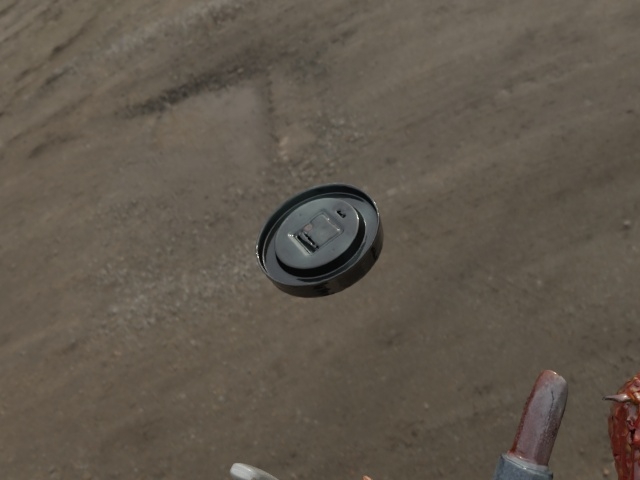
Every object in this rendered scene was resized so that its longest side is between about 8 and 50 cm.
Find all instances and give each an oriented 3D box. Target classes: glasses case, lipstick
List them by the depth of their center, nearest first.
[{"bbox_3d":[0.062,0.095,0.299,0.025,0.025,0.107,18,91,44],"label":"lipstick"},{"bbox_3d":[-0.107,0.440,1.619,0.063,0.164,0.041,13,69,32],"label":"glasses case"}]

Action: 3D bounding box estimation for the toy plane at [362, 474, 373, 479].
[{"bbox_3d":[0.105,0.369,1.116,0.135,0.062,0.188,-8,28,-34],"label":"toy plane"}]

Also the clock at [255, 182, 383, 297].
[{"bbox_3d":[0.000,0.000,1.245,0.185,0.040,0.184,-14,47,15],"label":"clock"}]

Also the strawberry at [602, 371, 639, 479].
[{"bbox_3d":[0.467,0.276,1.043,0.292,0.292,0.343,-42,51,-15],"label":"strawberry"}]
